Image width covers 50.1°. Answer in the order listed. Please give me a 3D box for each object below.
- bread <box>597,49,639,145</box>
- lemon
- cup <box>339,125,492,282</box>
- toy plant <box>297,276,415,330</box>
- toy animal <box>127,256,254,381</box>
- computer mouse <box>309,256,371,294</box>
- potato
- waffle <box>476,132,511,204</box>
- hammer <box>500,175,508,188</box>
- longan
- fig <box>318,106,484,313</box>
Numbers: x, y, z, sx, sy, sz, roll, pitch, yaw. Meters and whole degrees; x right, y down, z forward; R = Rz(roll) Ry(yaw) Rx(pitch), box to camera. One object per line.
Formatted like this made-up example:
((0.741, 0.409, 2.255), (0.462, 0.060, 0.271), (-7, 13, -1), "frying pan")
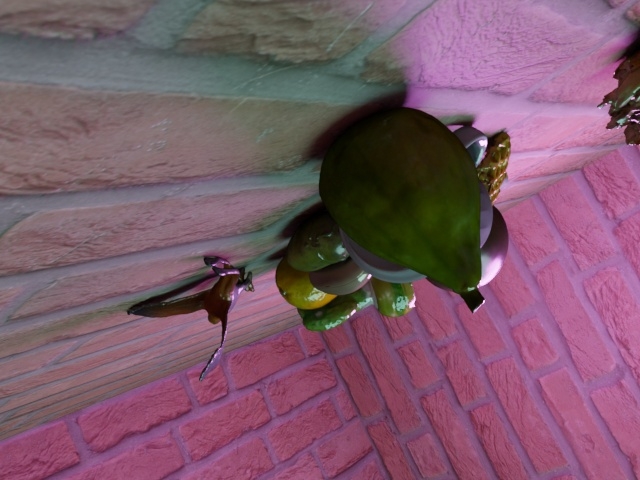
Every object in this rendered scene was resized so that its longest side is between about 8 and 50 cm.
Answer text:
((0.727, -0.333, 1.407), (0.369, 0.192, 0.314), (-13, 169, -37), "bread")
((-0.019, 0.087, 1.736), (0.207, 0.170, 0.170), (-24, 171, -34), "lemon")
((0.215, -0.081, 1.351), (0.323, 0.236, 0.327), (-61, 159, 16), "cup")
((0.087, 0.144, 1.865), (0.315, 0.185, 0.224), (-16, -155, -1), "toy plant")
((-0.234, 0.108, 1.544), (0.284, 0.225, 0.302), (-55, 171, 27), "toy animal")
((0.064, 0.056, 1.553), (0.145, 0.082, 0.236), (-56, -162, -25), "computer mouse")
((0.000, 0.000, 1.485), (0.149, 0.113, 0.251), (-37, -171, -24), "potato")
((0.398, -0.124, 1.655), (0.291, 0.051, 0.291), (-54, 158, -33), "waffle")
((0.462, -0.158, 2.030), (0.116, 0.070, 0.194), (-22, 178, -26), "hammer")
((0.397, 0.004, 1.968), (0.297, 0.297, 0.297), (-26, 170, -5), "longan")
((0.151, -0.063, 1.035), (0.233, 0.314, 0.233), (-54, 175, -7), "fig")
